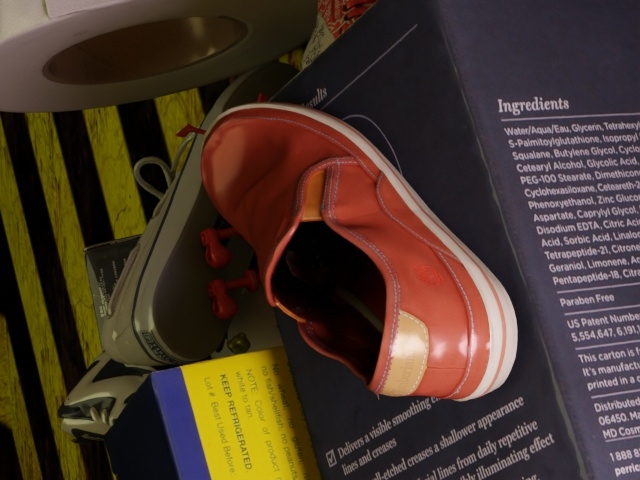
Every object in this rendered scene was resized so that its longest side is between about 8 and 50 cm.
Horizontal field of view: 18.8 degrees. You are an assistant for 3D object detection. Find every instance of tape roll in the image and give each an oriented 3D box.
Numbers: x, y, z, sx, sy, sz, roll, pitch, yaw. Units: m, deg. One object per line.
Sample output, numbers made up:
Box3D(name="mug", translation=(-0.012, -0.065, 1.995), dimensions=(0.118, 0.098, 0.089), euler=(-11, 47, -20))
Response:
Box3D(name="tape roll", translation=(-0.179, -0.216, 1.896), dimensions=(0.392, 0.392, 0.072), euler=(146, 113, -67))

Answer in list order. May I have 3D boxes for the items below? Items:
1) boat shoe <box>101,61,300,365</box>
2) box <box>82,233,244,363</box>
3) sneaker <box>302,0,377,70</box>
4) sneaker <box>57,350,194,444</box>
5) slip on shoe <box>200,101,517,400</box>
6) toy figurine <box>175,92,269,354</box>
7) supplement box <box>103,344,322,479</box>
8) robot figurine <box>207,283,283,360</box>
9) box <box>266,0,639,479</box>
Box3D(name="boat shoe", translation=(-0.125, -0.022, 1.951), dimensions=(0.156, 0.136, 0.367), euler=(-14, 45, 45))
Box3D(name="box", translation=(-0.136, 0.194, 2.168), dimensions=(0.318, 0.097, 0.395), euler=(9, -111, -77))
Box3D(name="sneaker", translation=(0.038, -0.211, 1.651), dimensions=(0.270, 0.090, 0.145), euler=(-84, 2, -64))
Box3D(name="sneaker", translation=(-0.191, 0.186, 1.937), dimensions=(0.153, 0.094, 0.235), euler=(-42, 43, 23))
Box3D(name="slip on shoe", translation=(0.000, 0.000, 1.288), dimensions=(0.331, 0.101, 0.123), euler=(44, 130, 46))
Box3D(name="toy figurine", translation=(0.020, 0.021, 1.786), dimensions=(0.217, 0.191, 0.362), euler=(-17, 85, 64))
Box3D(name="supplement box", translation=(0.031, 0.192, 1.576), dimensions=(0.195, 0.356, 0.194), euler=(129, 129, -63))
Box3D(name="robot figurine", translation=(-0.035, 0.174, 1.992), dimensions=(0.209, 0.173, 0.278), euler=(31, 129, 47))
Box3D(name="box", translation=(0.131, 0.036, 1.375), dimensions=(0.293, 0.212, 0.395), euler=(-37, 64, 51))
